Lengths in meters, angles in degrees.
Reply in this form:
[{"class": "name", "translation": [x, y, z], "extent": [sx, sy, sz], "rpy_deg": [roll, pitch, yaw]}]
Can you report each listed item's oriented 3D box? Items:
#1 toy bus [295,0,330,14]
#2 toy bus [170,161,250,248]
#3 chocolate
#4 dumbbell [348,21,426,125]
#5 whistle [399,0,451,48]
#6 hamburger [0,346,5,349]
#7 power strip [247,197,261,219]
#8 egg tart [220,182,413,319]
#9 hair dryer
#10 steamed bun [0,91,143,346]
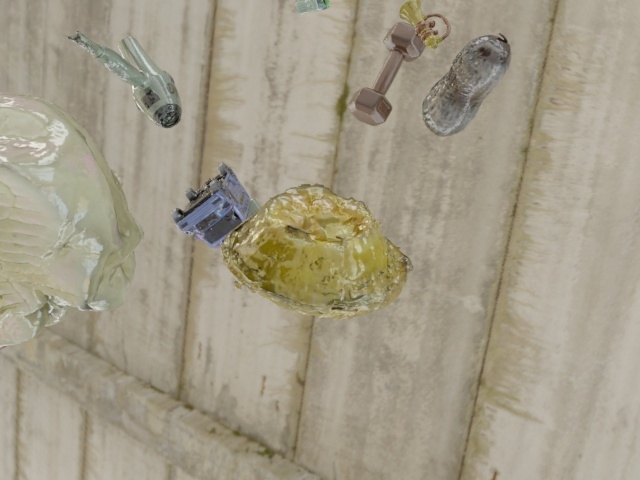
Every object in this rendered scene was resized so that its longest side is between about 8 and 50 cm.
[{"class": "toy bus", "translation": [-0.014, -0.464, 1.202], "extent": [0.083, 0.037, 0.031], "rpy_deg": [23, -46, 59]}, {"class": "toy bus", "translation": [-0.234, -0.073, 1.386], "extent": [0.125, 0.292, 0.133], "rpy_deg": [-36, -74, 8]}, {"class": "chocolate", "translation": [0.277, -0.293, 1.187], "extent": [0.110, 0.110, 0.248], "rpy_deg": [54, -31, 17]}, {"class": "dumbbell", "translation": [0.145, -0.359, 1.318], "extent": [0.082, 0.092, 0.230], "rpy_deg": [18, -103, 43]}, {"class": "whistle", "translation": [0.200, -0.403, 1.151], "extent": [0.109, 0.057, 0.046], "rpy_deg": [59, -27, 24]}, {"class": "hamburger", "translation": [-0.534, -0.013, 0.862], "extent": [0.250, 0.330, 0.329], "rpy_deg": [27, -68, 48]}, {"class": "power strip", "translation": [-0.136, -0.020, 1.518], "extent": [0.060, 0.027, 0.252], "rpy_deg": [-44, -111, 16]}, {"class": "egg tart", "translation": [0.000, 0.000, 0.987], "extent": [0.315, 0.315, 0.120], "rpy_deg": [30, -54, 29]}, {"class": "hair dryer", "translation": [-0.382, -0.356, 1.178], "extent": [0.092, 0.267, 0.229], "rpy_deg": [-36, -133, 8]}, {"class": "steamed bun", "translation": [-0.333, -0.028, 0.673], "extent": [0.320, 0.206, 0.275], "rpy_deg": [-21, -57, 26]}]
